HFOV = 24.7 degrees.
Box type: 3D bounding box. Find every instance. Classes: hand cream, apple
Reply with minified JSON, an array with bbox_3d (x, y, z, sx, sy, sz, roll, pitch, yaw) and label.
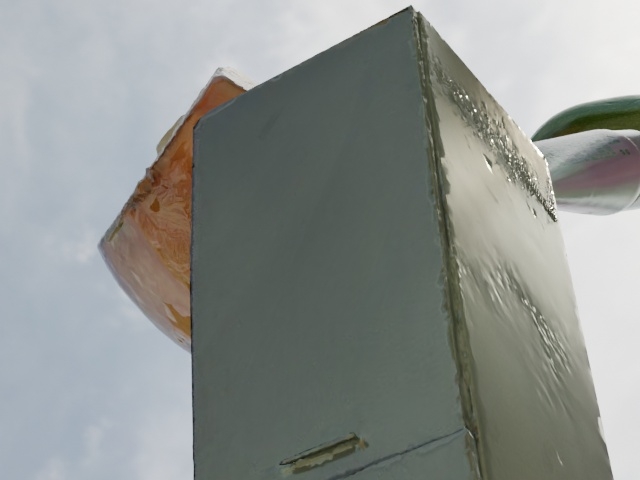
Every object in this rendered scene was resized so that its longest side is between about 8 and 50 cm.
[{"bbox_3d":[0.120,-0.034,0.764,0.174,0.076,0.047,-7,-74,-50],"label":"hand cream"},{"bbox_3d":[0.000,0.000,1.193,0.309,0.314,0.252,35,-131,-6],"label":"apple"}]

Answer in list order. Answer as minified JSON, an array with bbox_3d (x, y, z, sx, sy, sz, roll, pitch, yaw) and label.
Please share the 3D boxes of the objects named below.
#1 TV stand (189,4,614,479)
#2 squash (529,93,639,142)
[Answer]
[{"bbox_3d":[0.025,0.075,0.362,0.082,0.270,0.088,-25,-43,23],"label":"TV stand"},{"bbox_3d":[0.383,-0.078,1.328,0.394,0.107,0.107,4,-76,7],"label":"squash"}]
